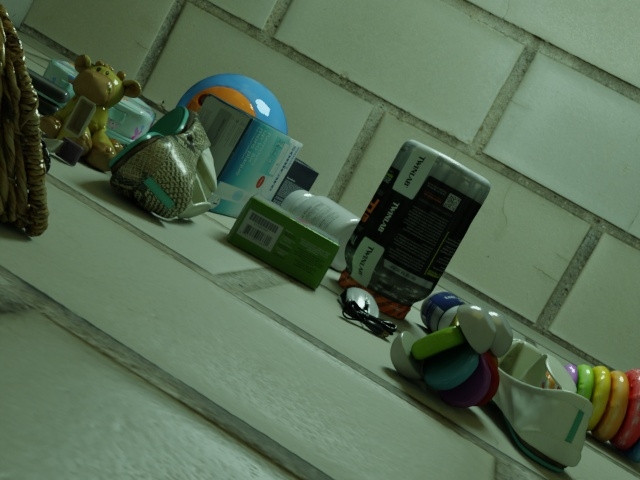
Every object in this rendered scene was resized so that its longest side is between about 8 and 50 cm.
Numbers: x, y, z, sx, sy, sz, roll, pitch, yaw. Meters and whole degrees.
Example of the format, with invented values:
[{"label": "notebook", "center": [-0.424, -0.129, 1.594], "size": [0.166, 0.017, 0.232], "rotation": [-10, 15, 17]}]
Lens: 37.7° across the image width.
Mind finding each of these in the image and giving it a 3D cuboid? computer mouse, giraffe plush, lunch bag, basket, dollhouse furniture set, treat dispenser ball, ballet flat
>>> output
[{"label": "computer mouse", "center": [0.075, 0.117, 1.680], "size": [0.106, 0.042, 0.193], "rotation": [27, 6, -13]}, {"label": "giraffe plush", "center": [-0.420, -0.243, 1.723], "size": [0.181, 0.170, 0.210], "rotation": [27, 6, -25]}, {"label": "lunch bag", "center": [-0.527, -0.319, 2.191], "size": [0.279, 0.107, 0.224], "rotation": [28, 9, -12]}, {"label": "basket", "center": [-0.396, -0.176, 1.026], "size": [0.223, 0.213, 0.299], "rotation": [24, 8, -41]}, {"label": "dollhouse furniture set", "center": [-0.431, -0.193, 1.530], "size": [0.091, 0.114, 0.081], "rotation": [33, 10, 12]}, {"label": "treat dispenser ball", "center": [-0.225, -0.267, 2.318], "size": [0.288, 0.288, 0.288], "rotation": [29, 6, -3]}, {"label": "ballet flat", "center": [-0.267, -0.125, 1.714], "size": [0.182, 0.164, 0.483], "rotation": [50, 7, -12]}, {"label": "ballet flat", "center": [0.325, 0.230, 1.489], "size": [0.139, 0.139, 0.400], "rotation": [28, 5, -13]}]

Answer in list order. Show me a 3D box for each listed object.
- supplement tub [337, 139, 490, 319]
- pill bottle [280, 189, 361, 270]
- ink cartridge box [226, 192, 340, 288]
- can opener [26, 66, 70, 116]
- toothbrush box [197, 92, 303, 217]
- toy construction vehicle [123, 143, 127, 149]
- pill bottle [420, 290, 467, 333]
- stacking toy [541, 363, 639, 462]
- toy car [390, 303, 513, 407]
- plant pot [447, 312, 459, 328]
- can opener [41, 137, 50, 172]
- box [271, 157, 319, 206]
[{"label": "supplement tub", "center": [0.186, -0.020, 1.946], "size": [0.207, 0.338, 0.207], "rotation": [29, 5, -3]}, {"label": "pill bottle", "center": [0.006, -0.031, 2.197], "size": [0.131, 0.131, 0.229], "rotation": [24, 7, -43]}, {"label": "ink cartridge box", "center": [-0.065, -0.008, 1.810], "size": [0.189, 0.097, 0.255], "rotation": [29, 6, -2]}, {"label": "can opener", "center": [-0.666, -0.356, 1.983], "size": [0.284, 0.076, 0.095], "rotation": [30, 6, -11]}, {"label": "toothbrush box", "center": [-0.186, -0.170, 2.040], "size": [0.126, 0.216, 0.295], "rotation": [32, 5, 18]}, {"label": "toy construction vehicle", "center": [-0.372, -0.153, 1.910], "size": [0.086, 0.035, 0.098], "rotation": [39, 4, -25]}, {"label": "pill bottle", "center": [0.280, 0.171, 1.961], "size": [0.094, 0.094, 0.169], "rotation": [28, 6, -20]}, {"label": "stacking toy", "center": [0.503, 0.297, 1.822], "size": [0.302, 0.175, 0.166], "rotation": [18, 3, 1]}, {"label": "toy car", "center": [0.205, 0.182, 1.388], "size": [0.182, 0.159, 0.136], "rotation": [21, 47, -60]}, {"label": "plant pot", "center": [0.270, 0.199, 1.778], "size": [0.081, 0.081, 0.083], "rotation": [30, 18, 8]}, {"label": "can opener", "center": [-0.452, -0.135, 1.265], "size": [0.186, 0.073, 0.059], "rotation": [23, 47, -26]}, {"label": "box", "center": [-0.099, -0.163, 2.705], "size": [0.093, 0.158, 0.156], "rotation": [27, 7, -24]}]
